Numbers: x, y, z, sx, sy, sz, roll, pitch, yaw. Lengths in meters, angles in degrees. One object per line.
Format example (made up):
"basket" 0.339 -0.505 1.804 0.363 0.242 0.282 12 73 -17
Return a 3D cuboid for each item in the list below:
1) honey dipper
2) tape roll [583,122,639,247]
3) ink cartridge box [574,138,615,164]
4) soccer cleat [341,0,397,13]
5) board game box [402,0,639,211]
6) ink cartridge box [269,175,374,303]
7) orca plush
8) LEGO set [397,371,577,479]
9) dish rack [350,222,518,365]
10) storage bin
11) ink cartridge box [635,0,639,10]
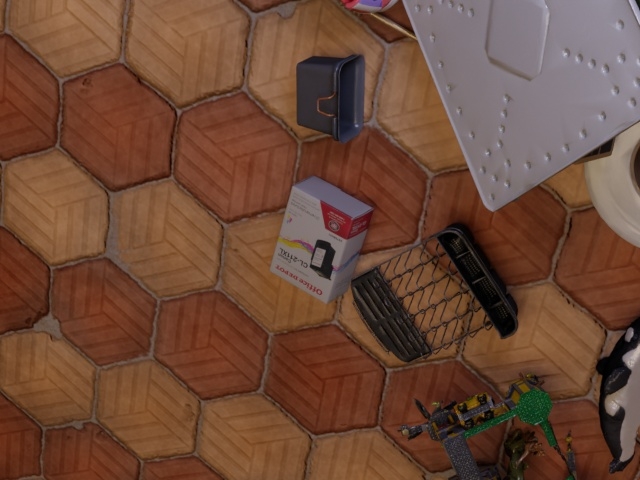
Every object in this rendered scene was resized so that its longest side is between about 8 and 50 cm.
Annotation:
"honey dipper" 0.105 -0.338 1.824 0.161 0.030 0.030 31 121 4
"tape roll" 0.534 -0.120 1.715 0.286 0.100 0.286 9 116 18
"ink cartridge box" 0.323 -0.241 1.686 0.235 0.088 0.193 36 129 45
"soccer cleat" 0.008 -0.477 1.732 0.109 0.116 0.318 -31 89 33
"board game box" 0.282 -0.285 1.596 0.390 0.050 0.389 -37 69 57
"ink cartridge box" 0.000 0.000 1.985 0.127 0.072 0.175 29 121 22
"orca plush" 0.500 0.233 1.923 0.151 0.102 0.287 -20 125 -18
"LEGO set" 0.312 0.375 2.024 0.255 0.192 0.331 -32 104 1
"dish rack" 0.180 0.102 1.974 0.272 0.074 0.208 -28 99 31
"storage bin" 0.009 -0.230 1.881 0.091 0.098 0.135 13 118 27
"ink cartridge box" 0.462 -0.320 1.576 0.093 0.219 0.160 -26 103 11
